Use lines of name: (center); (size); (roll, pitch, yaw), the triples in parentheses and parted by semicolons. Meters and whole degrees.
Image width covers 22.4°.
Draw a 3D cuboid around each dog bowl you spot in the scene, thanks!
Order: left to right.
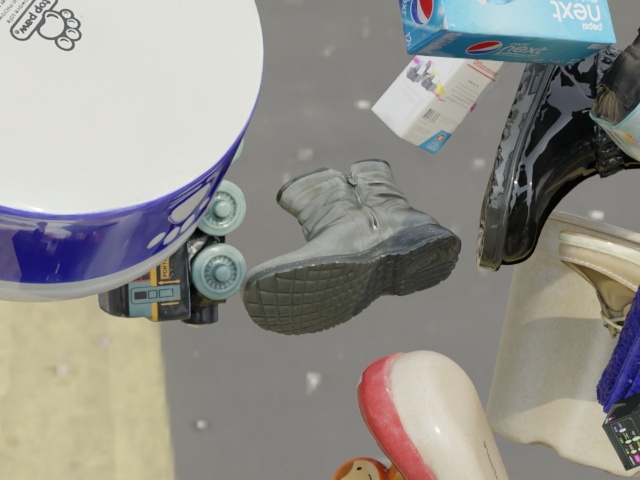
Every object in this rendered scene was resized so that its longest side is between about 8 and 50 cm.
dog bowl: (-0.170, -0.102, 0.944); (0.265, 0.104, 0.265); (9, 60, -16)

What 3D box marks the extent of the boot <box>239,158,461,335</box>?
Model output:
boot: (0.000, 0.000, 1.565); (0.246, 0.083, 0.161); (-15, 42, -31)

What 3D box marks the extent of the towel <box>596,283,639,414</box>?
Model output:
towel: (0.393, 0.093, 1.493); (0.228, 0.308, 0.076); (25, 43, 13)

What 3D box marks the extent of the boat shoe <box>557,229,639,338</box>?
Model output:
boat shoe: (0.386, 0.080, 1.916); (0.302, 0.098, 0.109); (29, -5, -33)

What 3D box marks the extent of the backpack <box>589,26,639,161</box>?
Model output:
backpack: (0.299, -0.121, 1.241); (0.144, 0.166, 0.188); (40, 9, 4)

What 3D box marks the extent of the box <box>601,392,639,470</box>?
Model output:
box: (0.313, 0.168, 1.499); (0.083, 0.052, 0.062); (-27, 4, 27)

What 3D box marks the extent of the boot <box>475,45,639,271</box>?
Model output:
boot: (0.343, -0.094, 1.929); (0.260, 0.131, 0.348); (18, 72, 7)

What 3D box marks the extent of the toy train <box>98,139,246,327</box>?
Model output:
toy train: (-0.205, -0.044, 2.149); (0.190, 0.334, 0.142); (-5, 11, -23)

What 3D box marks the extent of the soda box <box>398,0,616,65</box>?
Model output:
soda box: (0.179, -0.216, 1.552); (0.210, 0.071, 0.067); (0, -15, -34)

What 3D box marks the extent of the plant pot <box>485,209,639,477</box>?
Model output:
plant pot: (0.372, 0.146, 2.193); (0.334, 0.305, 0.334); (18, -1, 0)

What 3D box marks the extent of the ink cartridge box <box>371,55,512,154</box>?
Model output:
ink cartridge box: (0.161, -0.203, 2.025); (0.061, 0.181, 0.104); (48, 14, 28)

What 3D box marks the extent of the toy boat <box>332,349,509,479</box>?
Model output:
toy boat: (0.080, 0.212, 1.453); (0.151, 0.231, 0.151); (-15, 25, 14)
